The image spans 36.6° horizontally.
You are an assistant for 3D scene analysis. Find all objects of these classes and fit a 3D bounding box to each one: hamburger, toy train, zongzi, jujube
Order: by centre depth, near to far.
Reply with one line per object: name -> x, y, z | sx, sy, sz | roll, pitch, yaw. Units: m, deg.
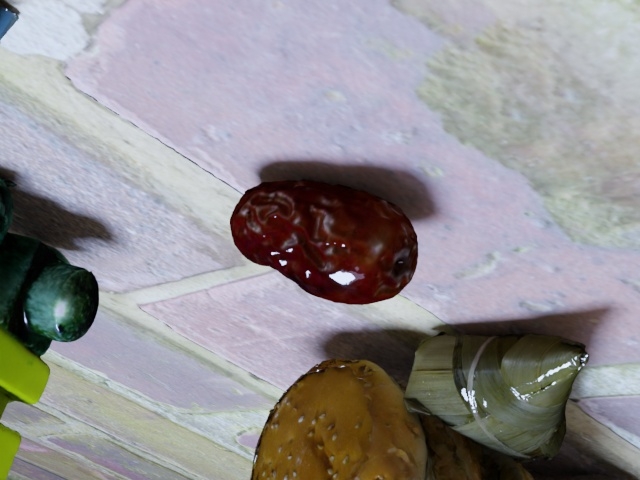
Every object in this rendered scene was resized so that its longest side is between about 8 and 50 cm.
jujube -> 0.000, 0.000, 0.623 | 0.129, 0.077, 0.077 | 13, 155, 29
zongzi -> 0.175, 0.122, 0.746 | 0.160, 0.079, 0.176 | 29, 151, -33
toy train -> -0.414, 0.070, 0.831 | 0.441, 0.273, 0.179 | 10, 156, 19
hamburger -> 0.053, 0.233, 0.853 | 0.211, 0.261, 0.245 | 26, 136, -35

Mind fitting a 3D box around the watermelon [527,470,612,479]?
watermelon -> 0.159, 0.323, 0.980 | 0.264, 0.302, 0.151 | -4, 123, 53

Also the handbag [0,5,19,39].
handbag -> -0.300, -0.154, 0.559 | 0.221, 0.057, 0.144 | 33, 145, -23
